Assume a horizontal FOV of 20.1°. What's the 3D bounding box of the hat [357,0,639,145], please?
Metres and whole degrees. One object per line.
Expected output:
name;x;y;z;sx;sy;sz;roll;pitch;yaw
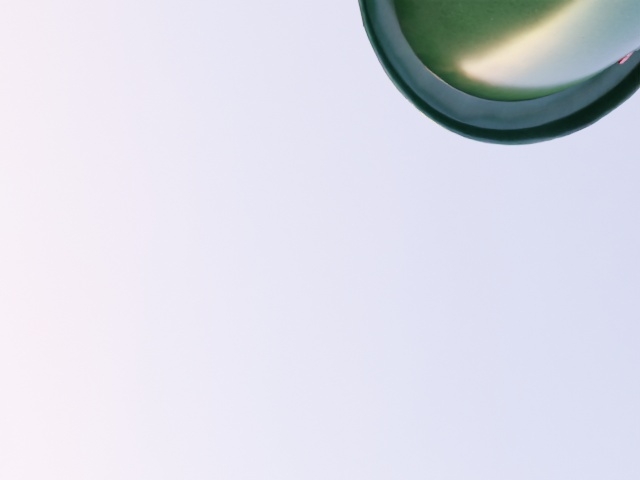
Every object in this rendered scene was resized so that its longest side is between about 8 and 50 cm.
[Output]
hat;0.133;-0.117;0.688;0.183;0.173;0.208;34;-72;60
